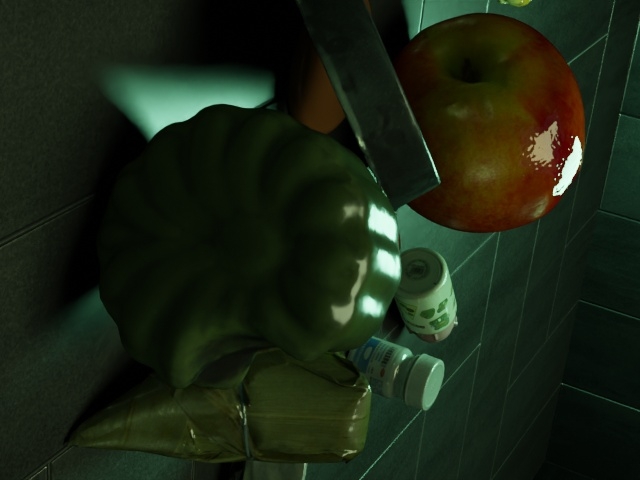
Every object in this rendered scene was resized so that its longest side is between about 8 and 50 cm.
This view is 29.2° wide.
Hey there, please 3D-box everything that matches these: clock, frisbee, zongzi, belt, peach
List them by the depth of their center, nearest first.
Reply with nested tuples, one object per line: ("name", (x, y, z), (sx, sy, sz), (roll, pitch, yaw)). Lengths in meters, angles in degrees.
("clock", (0.051, -0.227, 1.600), (0.386, 0.076, 0.386), (-23, 90, -85))
("zongzi", (-0.153, 0.196, 1.720), (0.356, 0.393, 0.174), (-128, -145, -73))
("frisbee", (0.019, -0.275, 1.868), (0.251, 0.021, 0.250), (-44, 143, -47))
("belt", (-0.082, 0.365, 1.989), (0.139, 0.126, 0.230), (-75, 177, -77))
("peach", (0.267, -0.183, 2.066), (0.388, 0.388, 0.388), (-46, 146, -45))

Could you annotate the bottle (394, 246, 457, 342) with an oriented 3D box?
("bottle", (0.210, 0.122, 2.457), (0.120, 0.120, 0.253), (-61, 155, -23))

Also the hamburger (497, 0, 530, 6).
("hamburger", (0.322, -0.539, 2.159), (0.244, 0.163, 0.244), (-43, 142, -46))

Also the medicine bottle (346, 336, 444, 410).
("medicine bottle", (0.139, 0.248, 2.326), (0.105, 0.168, 0.105), (-48, 147, -45))

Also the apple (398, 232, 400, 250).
("apple", (0.002, 0.000, 1.773), (0.234, 0.234, 0.234), (-46, 146, -45))

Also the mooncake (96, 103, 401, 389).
("mooncake", (-0.086, 0.006, 1.434), (0.187, 0.351, 0.351), (26, 83, -64))
